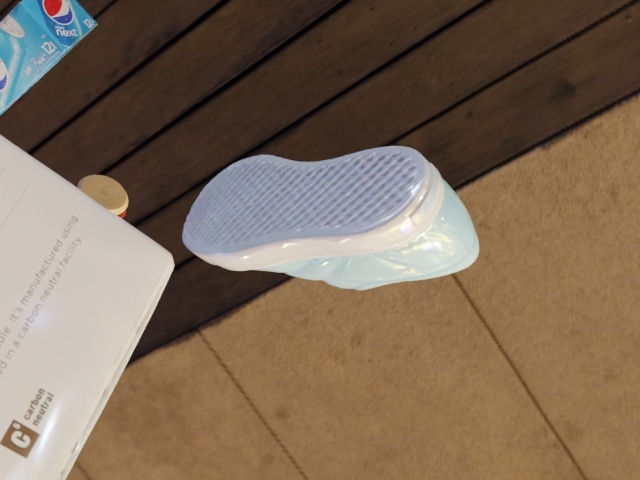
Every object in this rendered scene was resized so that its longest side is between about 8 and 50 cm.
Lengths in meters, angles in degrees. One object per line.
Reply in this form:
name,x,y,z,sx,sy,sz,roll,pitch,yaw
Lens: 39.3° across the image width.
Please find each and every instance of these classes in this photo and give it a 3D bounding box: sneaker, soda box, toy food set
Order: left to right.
soda box,-0.343,-0.198,0.993,0.210,0.071,0.067,-28,112,38
toy food set,-0.332,-0.066,1.367,0.082,0.083,0.020,25,131,-16
sneaker,0.000,0.000,0.927,0.366,0.135,0.150,3,148,48

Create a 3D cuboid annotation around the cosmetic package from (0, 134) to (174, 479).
cosmetic package,-0.271,-0.012,0.343,0.365,0.155,0.197,39,144,-22
